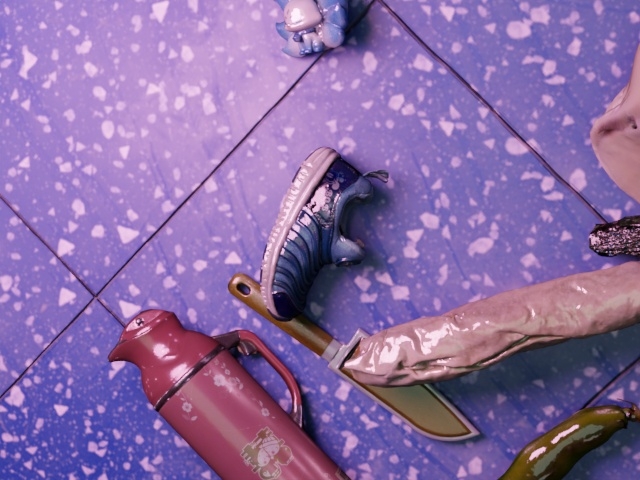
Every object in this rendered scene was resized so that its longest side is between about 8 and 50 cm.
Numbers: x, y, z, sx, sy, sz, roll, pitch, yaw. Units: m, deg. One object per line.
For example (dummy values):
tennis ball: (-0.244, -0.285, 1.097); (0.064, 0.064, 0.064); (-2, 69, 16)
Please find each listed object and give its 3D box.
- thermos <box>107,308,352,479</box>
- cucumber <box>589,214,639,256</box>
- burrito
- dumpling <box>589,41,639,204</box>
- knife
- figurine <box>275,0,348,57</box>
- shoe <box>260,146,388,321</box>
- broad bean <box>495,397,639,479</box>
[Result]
thermos: (-0.097, 0.200, 1.112); (0.330, 0.109, 0.136); (45, 102, 5)
cucumber: (0.403, -0.010, 0.976); (0.257, 0.043, 0.044); (-4, 100, 35)
burrito: (0.221, 0.090, 1.037); (0.392, 0.117, 0.076); (-17, 80, 13)
dumpling: (0.461, -0.138, 0.920); (0.315, 0.233, 0.395); (45, 125, -2)
knife: (0.038, 0.135, 1.123); (0.343, 0.027, 0.061); (36, 96, 6)
figurine: (-0.011, -0.263, 1.070); (0.114, 0.079, 0.114); (29, 127, 48)
shoe: (0.000, 0.000, 1.083); (0.106, 0.091, 0.207); (26, 93, 11)
broad bean: (0.251, 0.261, 1.082); (0.065, 0.046, 0.254); (44, 101, -8)
